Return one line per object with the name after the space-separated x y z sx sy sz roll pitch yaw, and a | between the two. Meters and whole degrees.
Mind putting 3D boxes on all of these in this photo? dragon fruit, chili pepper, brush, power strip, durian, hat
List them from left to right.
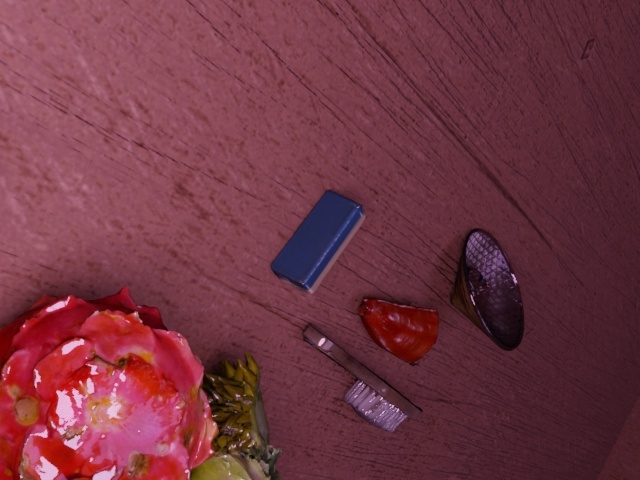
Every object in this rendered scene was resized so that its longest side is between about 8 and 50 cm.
-0.206 0.149 0.799 0.205 0.210 0.268 2 151 -33 | dragon fruit
-0.079 0.265 1.069 0.158 0.169 0.352 -38 138 -34 | durian
0.000 0.000 1.102 0.123 0.056 0.032 -54 144 -15 | power strip
0.049 0.197 1.303 0.065 0.070 0.327 -49 144 -4 | brush
0.099 0.112 1.314 0.169 0.065 0.088 30 86 -53 | chili pepper
0.237 0.085 1.472 0.193 0.082 0.193 35 44 -43 | hat
